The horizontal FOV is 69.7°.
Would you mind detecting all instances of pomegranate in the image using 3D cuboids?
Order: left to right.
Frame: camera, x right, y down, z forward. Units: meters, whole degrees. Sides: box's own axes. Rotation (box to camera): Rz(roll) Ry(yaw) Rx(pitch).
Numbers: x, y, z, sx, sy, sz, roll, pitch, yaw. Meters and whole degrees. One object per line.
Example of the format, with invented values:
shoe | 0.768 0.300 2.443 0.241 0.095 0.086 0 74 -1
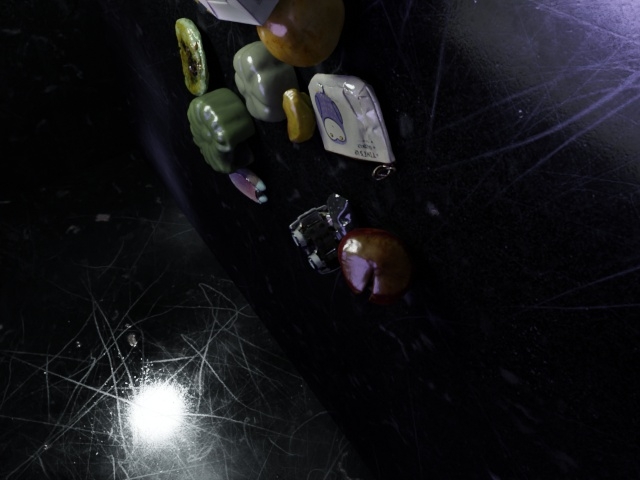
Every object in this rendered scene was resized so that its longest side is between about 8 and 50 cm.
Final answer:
pomegranate | -0.054 -0.544 1.124 0.233 0.233 0.233 43 150 33

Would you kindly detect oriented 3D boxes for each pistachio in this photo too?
pistachio | -0.058 -0.386 1.432 0.110 0.100 0.189 47 154 36

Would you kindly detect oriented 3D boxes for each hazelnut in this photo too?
hazelnut | 0.169 0.069 1.394 0.251 0.217 0.217 41 152 5

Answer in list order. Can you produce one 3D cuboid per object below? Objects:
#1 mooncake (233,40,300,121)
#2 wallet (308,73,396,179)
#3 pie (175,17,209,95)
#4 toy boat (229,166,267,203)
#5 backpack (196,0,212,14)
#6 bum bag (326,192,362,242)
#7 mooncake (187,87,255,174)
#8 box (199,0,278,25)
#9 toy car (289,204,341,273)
mooncake | -0.184 -0.514 1.504 0.275 0.135 0.274 48 155 31
wallet | 0.077 -0.328 1.287 0.335 0.068 0.274 29 143 50
pie | -0.533 -0.751 1.913 0.323 0.071 0.323 47 146 47
toy boat | -0.321 -0.272 2.099 0.227 0.085 0.155 35 156 22
backpack | -0.347 -0.809 1.476 0.206 0.133 0.258 38 169 -15
bum bag | 0.106 -0.003 1.551 0.144 0.095 0.340 15 128 68
mooncake | -0.421 -0.463 1.937 0.351 0.187 0.351 46 154 31
box | -0.138 -0.669 1.010 0.225 0.341 0.143 34 -179 44
toy car | 0.000 0.000 1.689 0.235 0.172 0.158 60 171 -4
